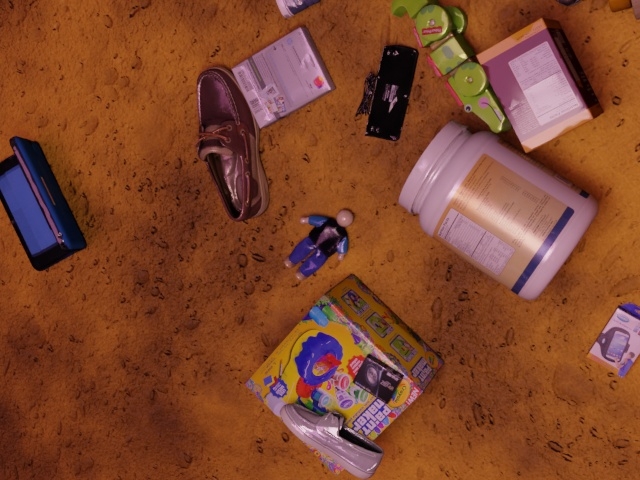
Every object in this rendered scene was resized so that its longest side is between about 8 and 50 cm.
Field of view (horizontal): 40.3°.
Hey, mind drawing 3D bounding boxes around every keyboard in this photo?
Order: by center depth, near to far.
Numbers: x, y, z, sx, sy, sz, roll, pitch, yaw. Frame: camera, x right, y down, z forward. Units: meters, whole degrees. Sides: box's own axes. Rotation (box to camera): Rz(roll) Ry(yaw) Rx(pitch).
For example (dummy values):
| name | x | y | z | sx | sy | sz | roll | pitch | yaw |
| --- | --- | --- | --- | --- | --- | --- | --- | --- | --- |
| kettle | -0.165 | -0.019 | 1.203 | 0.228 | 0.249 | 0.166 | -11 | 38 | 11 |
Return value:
| name | x | y | z | sx | sy | sz | roll | pitch | yaw |
| --- | --- | --- | --- | --- | --- | --- | --- | --- | --- |
| keyboard | 0.132 | -0.304 | 1.775 | 0.100 | 0.038 | 0.192 | 11 | 106 | -4 |

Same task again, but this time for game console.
| name | x | y | z | sx | sy | sz | roll | pitch | yaw |
| --- | --- | --- | --- | --- | --- | --- | --- | --- | --- |
| game console | -0.709 | -0.079 | 2.107 | 0.173 | 0.250 | 0.293 | -26 | 91 | -1 |

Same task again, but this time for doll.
| name | x | y | z | sx | sy | sz | roll | pitch | yaw |
| --- | --- | --- | --- | --- | --- | --- | --- | --- | --- |
| doll | 0.000 | 0.000 | 1.886 | 0.129 | 0.046 | 0.189 | 49 | 115 | 5 |

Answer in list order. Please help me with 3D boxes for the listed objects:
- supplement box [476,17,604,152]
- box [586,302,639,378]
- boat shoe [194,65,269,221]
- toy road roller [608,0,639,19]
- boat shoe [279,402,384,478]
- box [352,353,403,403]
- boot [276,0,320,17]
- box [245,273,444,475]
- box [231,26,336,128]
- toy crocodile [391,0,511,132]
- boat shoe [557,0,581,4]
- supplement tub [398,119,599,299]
| name | x | y | z | sx | sy | sz | roll | pitch | yaw |
| --- | --- | --- | --- | --- | --- | --- | --- | --- | --- |
| supplement box | 0.400 | -0.280 | 1.570 | 0.129 | 0.191 | 0.194 | -27 | 90 | 26 |
| box | 0.586 | 0.190 | 1.690 | 0.081 | 0.028 | 0.136 | 31 | 114 | 14 |
| boat shoe | -0.205 | -0.205 | 1.882 | 0.123 | 0.123 | 0.342 | -8 | 99 | 24 |
| toy road roller | 0.548 | -0.539 | 1.420 | 0.202 | 0.240 | 0.330 | -9 | 98 | 25 |
| boat shoe | 0.027 | 0.385 | 1.758 | 0.227 | 0.079 | 0.081 | 34 | 107 | 5 |
| box | 0.113 | 0.273 | 1.720 | 0.083 | 0.018 | 0.067 | 32 | 113 | 13 |
| boot | -0.068 | -0.559 | 1.782 | 0.086 | 0.069 | 0.190 | -20 | 102 | 19 |
| box | 0.052 | 0.282 | 1.857 | 0.279 | 0.177 | 0.290 | 43 | 114 | 8 |
| box | -0.079 | -0.343 | 1.845 | 0.186 | 0.038 | 0.145 | -26 | 91 | 27 |
| toy crocodile | 0.255 | -0.345 | 1.662 | 0.105 | 0.115 | 0.341 | -36 | 85 | 31 |
| boat shoe | 0.438 | -0.538 | 1.563 | 0.081 | 0.068 | 0.228 | -6 | 100 | 25 |
| supplement tub | 0.328 | -0.062 | 1.631 | 0.316 | 0.228 | 0.228 | 35 | 113 | 13 |
